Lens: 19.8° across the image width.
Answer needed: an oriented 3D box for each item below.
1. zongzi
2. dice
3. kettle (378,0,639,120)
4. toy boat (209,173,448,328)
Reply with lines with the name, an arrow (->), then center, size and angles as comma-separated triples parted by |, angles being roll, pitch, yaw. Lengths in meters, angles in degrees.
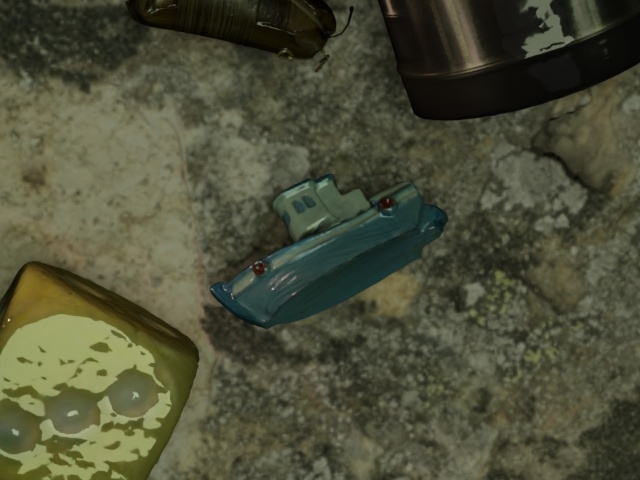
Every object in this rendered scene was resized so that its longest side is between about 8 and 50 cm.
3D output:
zongzi -> -0.058, -0.257, 1.587 | 0.187, 0.084, 0.184 | 13, 84, -16
dice -> -0.212, 0.125, 1.555 | 0.169, 0.169, 0.166 | 28, 91, -10
kettle -> 0.171, -0.304, 1.521 | 0.321, 0.228, 0.324 | -23, 106, -12
toy boat -> 0.000, 0.000, 1.627 | 0.215, 0.088, 0.102 | -29, 65, -3
